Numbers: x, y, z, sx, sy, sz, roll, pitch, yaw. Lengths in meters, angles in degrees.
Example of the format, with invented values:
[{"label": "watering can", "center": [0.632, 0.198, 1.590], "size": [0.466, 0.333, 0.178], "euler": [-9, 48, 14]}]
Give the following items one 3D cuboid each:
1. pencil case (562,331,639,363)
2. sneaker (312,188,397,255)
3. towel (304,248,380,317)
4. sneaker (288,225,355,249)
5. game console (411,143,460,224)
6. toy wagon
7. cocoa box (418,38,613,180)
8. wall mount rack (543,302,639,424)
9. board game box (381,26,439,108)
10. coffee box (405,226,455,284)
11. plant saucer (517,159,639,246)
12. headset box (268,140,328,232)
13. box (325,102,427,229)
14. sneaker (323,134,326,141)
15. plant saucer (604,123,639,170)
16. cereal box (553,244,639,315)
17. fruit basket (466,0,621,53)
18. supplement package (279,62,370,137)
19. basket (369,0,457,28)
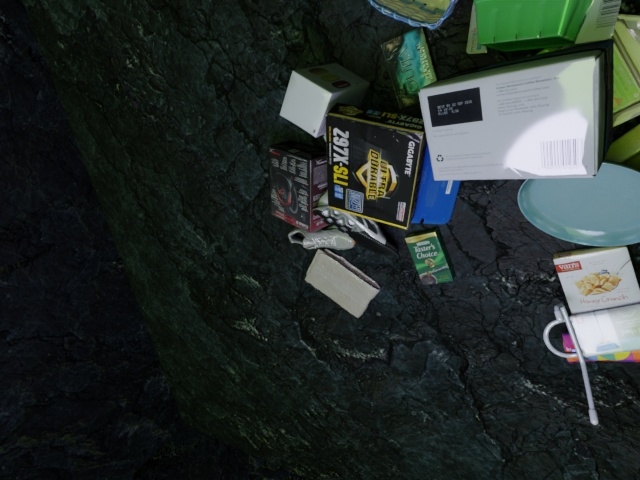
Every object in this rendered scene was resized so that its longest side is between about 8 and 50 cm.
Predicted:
[{"label": "pencil case", "center": [0.817, 0.296, 1.159], "size": [0.236, 0.104, 0.104], "euler": [-12, 107, 37]}, {"label": "sneaker", "center": [0.146, -0.071, 1.388], "size": [0.330, 0.146, 0.122], "euler": [34, 162, -17]}, {"label": "towel", "center": [0.078, 0.162, 1.603], "size": [0.282, 0.049, 0.187], "euler": [36, 130, 11]}, {"label": "sneaker", "center": [0.000, 0.000, 1.517], "size": [0.262, 0.121, 0.099], "euler": [9, 120, 29]}, {"label": "game console", "center": [0.287, -0.218, 1.275], "size": [0.250, 0.173, 0.293], "euler": [3, 121, -3]}, {"label": "toy wagon", "center": [0.666, -0.377, 0.916], "size": [0.344, 0.068, 0.267], "euler": [-29, 97, 39]}, {"label": "cocoa box", "center": [0.443, -0.283, 0.935], "size": [0.347, 0.228, 0.231], "euler": [5, 120, 41]}, {"label": "wall mount rack", "center": [0.766, 0.288, 1.056], "size": [0.350, 0.130, 0.304], "euler": [-23, 75, 37]}, {"label": "board game box", "center": [0.255, -0.479, 1.155], "size": [0.126, 0.026, 0.186], "euler": [-10, 108, 36]}, {"label": "coffee box", "center": [0.362, 0.055, 1.362], "size": [0.113, 0.040, 0.184], "euler": [-12, 107, 37]}, {"label": "plant saucer", "center": [0.656, -0.094, 1.007], "size": [0.317, 0.044, 0.317], "euler": [24, 157, 11]}, {"label": "headset box", "center": [-0.072, -0.177, 1.447], "size": [0.218, 0.110, 0.293], "euler": [26, 127, 38]}, {"label": "box", "center": [0.146, -0.199, 1.140], "size": [0.257, 0.079, 0.322], "euler": [19, 140, 19]}, {"label": "sneaker", "center": [0.044, -0.310, 1.279], "size": [0.080, 0.212, 0.094], "euler": [-39, 86, 4]}, {"label": "plant saucer", "center": [0.736, -0.155, 0.957], "size": [0.188, 0.045, 0.188], "euler": [34, 135, -11]}, {"label": "cereal box", "center": [0.767, 0.131, 1.133], "size": [0.173, 0.047, 0.240], "euler": [-17, 104, 38]}, {"label": "fruit basket", "center": [0.472, -0.582, 0.849], "size": [0.327, 0.165, 0.353], "euler": [23, 108, 50]}, {"label": "supplement package", "center": [0.017, -0.414, 1.203], "size": [0.139, 0.244, 0.134], "euler": [34, 128, 13]}, {"label": "basket", "center": [0.209, -0.611, 0.942], "size": [0.254, 0.289, 0.201], "euler": [30, 132, 13]}]
